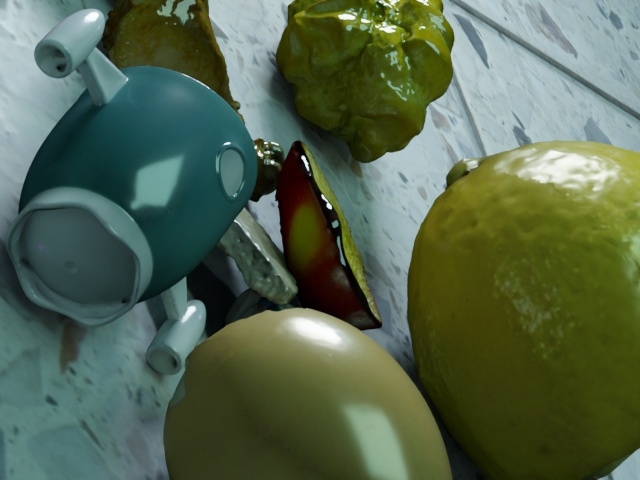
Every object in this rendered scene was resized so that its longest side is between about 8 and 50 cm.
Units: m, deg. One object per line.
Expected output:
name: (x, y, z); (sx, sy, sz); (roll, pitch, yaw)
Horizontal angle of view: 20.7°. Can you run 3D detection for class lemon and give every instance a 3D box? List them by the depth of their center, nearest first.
lemon: (0.247, 0.055, 1.725); (0.364, 0.364, 0.364); (40, 30, -30)

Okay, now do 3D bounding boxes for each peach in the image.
peach: (-0.004, 0.001, 1.640); (0.279, 0.068, 0.189); (-3, 74, -87)

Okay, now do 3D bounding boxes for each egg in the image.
egg: (-0.003, 0.171, 1.316); (0.244, 0.201, 0.201); (44, 19, 28)

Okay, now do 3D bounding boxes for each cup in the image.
cup: (-0.153, -0.026, 1.342); (0.173, 0.167, 0.299); (-59, 139, -52)

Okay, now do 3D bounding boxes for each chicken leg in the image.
chicken leg: (-0.111, -0.134, 1.606); (0.251, 0.107, 0.087); (53, 20, -29)

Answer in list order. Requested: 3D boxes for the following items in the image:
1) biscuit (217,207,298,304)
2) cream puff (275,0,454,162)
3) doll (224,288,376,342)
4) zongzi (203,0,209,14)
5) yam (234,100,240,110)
biscuit: (-0.091, -0.030, 1.543); (0.250, 0.032, 0.133); (49, 5, 19)
cream puff: (0.041, -0.205, 1.869); (0.195, 0.195, 0.221); (34, 29, -38)
doll: (-0.011, 0.100, 1.530); (0.152, 0.085, 0.114); (33, 14, -20)
zongzi: (-0.198, -0.290, 1.630); (0.248, 0.111, 0.241); (25, 46, -40)
yam: (-0.105, -0.128, 1.700); (0.014, 0.014, 0.107); (60, 27, 6)
